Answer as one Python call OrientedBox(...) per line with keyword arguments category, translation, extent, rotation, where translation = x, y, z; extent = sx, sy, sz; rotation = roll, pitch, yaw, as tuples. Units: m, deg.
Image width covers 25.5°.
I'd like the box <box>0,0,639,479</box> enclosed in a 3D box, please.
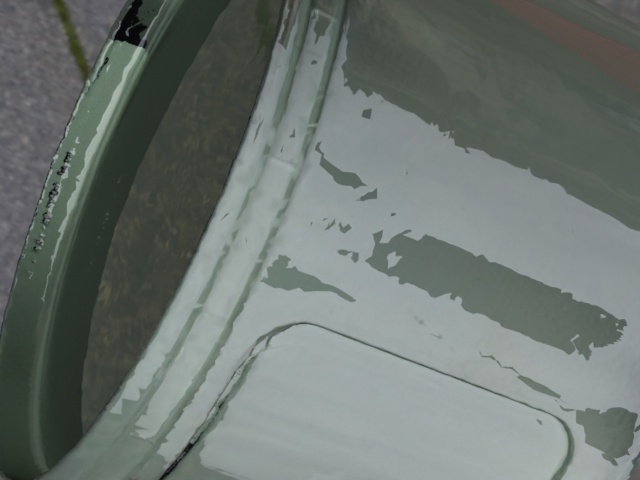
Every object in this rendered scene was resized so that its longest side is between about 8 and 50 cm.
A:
OrientedBox(category="box", translation=(0.000, 0.000, 0.479), extent=(0.149, 0.226, 0.226), rotation=(22, 92, -22))
